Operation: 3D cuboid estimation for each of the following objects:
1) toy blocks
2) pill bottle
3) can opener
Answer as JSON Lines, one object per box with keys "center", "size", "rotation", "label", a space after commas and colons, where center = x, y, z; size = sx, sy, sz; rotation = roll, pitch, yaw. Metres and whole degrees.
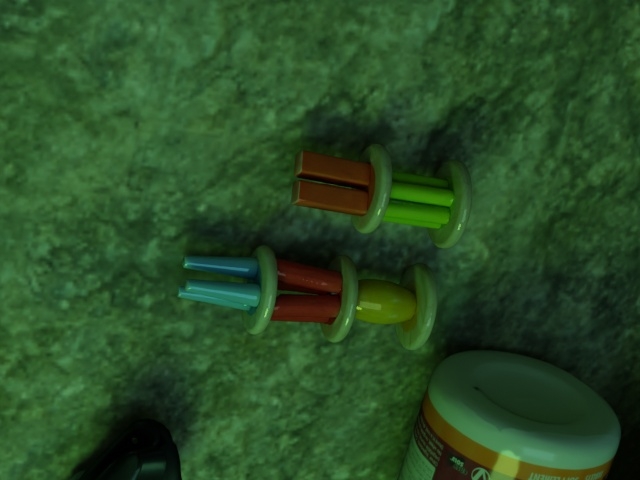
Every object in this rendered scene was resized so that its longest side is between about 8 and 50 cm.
{"center": [0.000, 0.000, 0.909], "size": [0.148, 0.054, 0.123], "rotation": [7, 114, -20], "label": "toy blocks"}
{"center": [0.098, 0.190, 0.995], "size": [0.121, 0.121, 0.221], "rotation": [7, 113, -20], "label": "pill bottle"}
{"center": [-0.149, 0.179, 0.955], "size": [0.186, 0.059, 0.073], "rotation": [-48, 146, 20], "label": "can opener"}
